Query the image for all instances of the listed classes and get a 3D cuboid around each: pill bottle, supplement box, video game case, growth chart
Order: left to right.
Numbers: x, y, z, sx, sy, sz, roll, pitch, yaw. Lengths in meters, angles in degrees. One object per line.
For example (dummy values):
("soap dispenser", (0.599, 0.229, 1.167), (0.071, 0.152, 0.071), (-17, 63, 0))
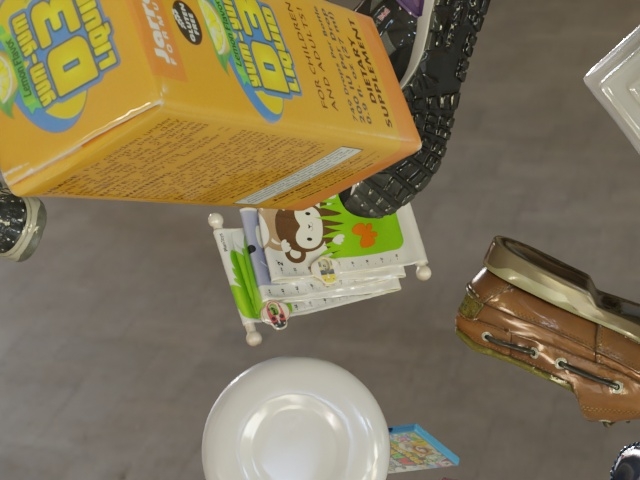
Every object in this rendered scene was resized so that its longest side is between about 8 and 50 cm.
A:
("supplement box", (-0.043, -0.063, 0.595), (0.080, 0.078, 0.233), (-25, -11, 26))
("pill bottle", (-0.017, 0.218, 1.484), (0.181, 0.181, 0.323), (-1, -8, 2))
("growth chart", (0.000, 0.000, 1.491), (0.237, 0.021, 0.172), (-18, 72, -21))
("video game case", (0.115, 0.326, 2.214), (0.166, 0.119, 0.015), (-14, 48, 39))

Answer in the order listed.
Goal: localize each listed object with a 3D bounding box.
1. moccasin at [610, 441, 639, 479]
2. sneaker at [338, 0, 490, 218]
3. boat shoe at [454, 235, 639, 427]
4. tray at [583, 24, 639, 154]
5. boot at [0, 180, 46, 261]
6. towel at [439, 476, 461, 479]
("moccasin", (0.433, 0.282, 1.632), (0.117, 0.137, 0.342), (19, -7, -23))
("sneaker", (0.064, -0.156, 1.376), (0.124, 0.283, 0.107), (13, -15, 39))
("boat shoe", (0.267, 0.110, 1.263), (0.307, 0.104, 0.111), (30, 14, 15))
("tray", (0.431, -0.210, 1.666), (0.030, 0.270, 0.145), (-28, 79, -46))
("boot", (-0.382, -0.051, 1.290), (0.236, 0.085, 0.178), (17, -2, 40))
("towel", (0.145, 0.403, 1.808), (0.329, 0.037, 0.237), (-27, 18, -39))
